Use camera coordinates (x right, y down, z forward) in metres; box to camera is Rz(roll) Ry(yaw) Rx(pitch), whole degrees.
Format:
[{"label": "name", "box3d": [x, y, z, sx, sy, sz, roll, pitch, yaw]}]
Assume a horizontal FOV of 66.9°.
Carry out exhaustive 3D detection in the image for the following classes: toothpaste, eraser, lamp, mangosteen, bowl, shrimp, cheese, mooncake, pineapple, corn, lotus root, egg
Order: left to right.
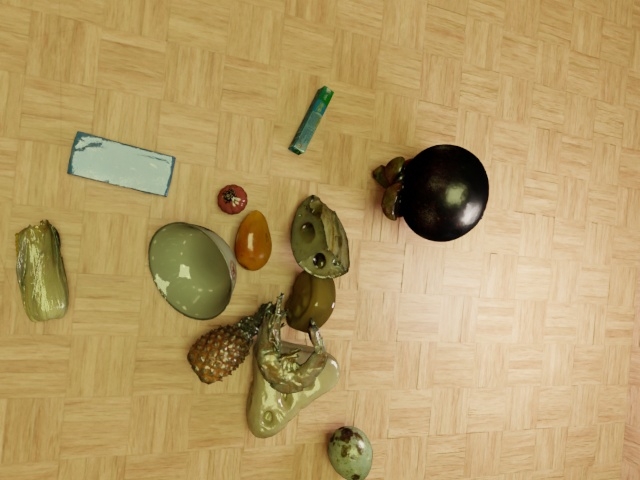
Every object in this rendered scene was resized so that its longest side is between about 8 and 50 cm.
[{"label": "corn", "box3d": [-0.843, 0.094, 1.467, 0.123, 0.122, 0.305, -10, 93, -22]}, {"label": "eraser", "box3d": [-0.643, -0.245, 1.580, 0.311, 0.042, 0.144, 13, 87, -21]}, {"label": "bowl", "box3d": [-0.388, 0.080, 1.599, 0.157, 0.337, 0.337, -35, 107, -57]}, {"label": "lamp", "box3d": [-0.306, -0.143, 1.688, 0.107, 0.092, 0.108, -2, 77, 10]}, {"label": "pineapple", "box3d": [-0.281, 0.339, 1.673, 0.361, 0.175, 0.175, -34, 103, -17]}, {"label": "shrimp", "box3d": [-0.102, 0.347, 1.632, 0.246, 0.085, 0.360, -5, 99, -1]}, {"label": "cheese", "box3d": [-0.093, 0.540, 1.765, 0.328, 0.129, 0.351, 7, 87, -19]}, {"label": "mooncake", "box3d": [-0.039, 0.214, 1.732, 0.117, 0.235, 0.235, 23, 83, -21]}, {"label": "toothpaste", "box3d": [-0.035, -0.445, 1.801, 0.050, 0.065, 0.267, 29, 81, -19]}, {"label": "lotus root", "box3d": [-0.006, 0.001, 1.751, 0.142, 0.314, 0.210, -32, 125, 23]}, {"label": "egg", "box3d": [0.117, 0.813, 1.838, 0.169, 0.169, 0.231, -23, 108, -19]}, {"label": "mangosteen", "box3d": [0.416, -0.192, 1.836, 0.435, 0.382, 0.382, 16, 86, -4]}]

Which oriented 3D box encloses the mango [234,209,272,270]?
[{"label": "mango", "box3d": [-0.232, 0.001, 1.716, 0.141, 0.102, 0.217, 5, 92, -28]}]
